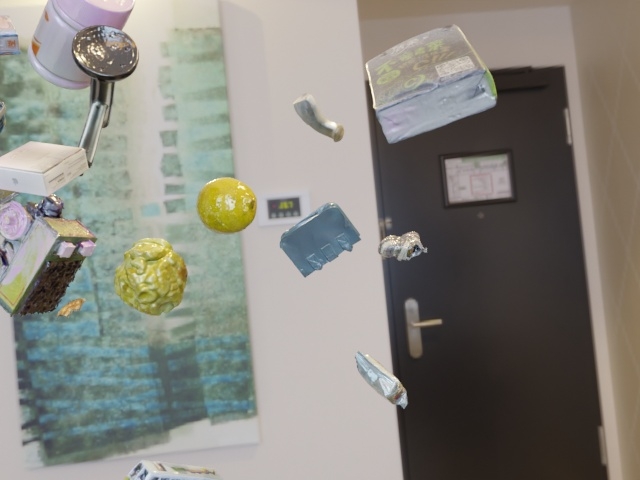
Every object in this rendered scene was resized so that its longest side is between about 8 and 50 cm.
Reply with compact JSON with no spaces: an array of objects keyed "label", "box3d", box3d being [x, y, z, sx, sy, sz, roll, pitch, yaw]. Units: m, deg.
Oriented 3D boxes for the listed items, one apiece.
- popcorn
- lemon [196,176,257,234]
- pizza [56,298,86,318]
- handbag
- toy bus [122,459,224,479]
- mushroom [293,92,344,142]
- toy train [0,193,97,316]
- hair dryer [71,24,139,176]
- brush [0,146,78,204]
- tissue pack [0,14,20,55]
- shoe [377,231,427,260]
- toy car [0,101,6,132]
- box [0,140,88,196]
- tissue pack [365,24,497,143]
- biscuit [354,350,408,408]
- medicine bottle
[{"label":"popcorn","box3d":[-0.477,0.099,1.801,0.181,0.235,0.217,6,34,28]},{"label":"lemon","box3d":[-0.275,-0.103,1.876,0.206,0.173,0.174,-1,1,42]},{"label":"pizza","box3d":[-0.627,0.172,1.586,0.083,0.037,0.016,-34,-36,-8]},{"label":"handbag","box3d":[0.000,0.000,2.050,0.229,0.179,0.062,-35,19,8]},{"label":"toy bus","box3d":[-0.460,0.775,1.976,0.330,0.135,0.109,28,1,-44]},{"label":"mushroom","box3d":[-0.004,-0.453,2.370,0.092,0.223,0.081,-42,14,17]},{"label":"toy train","box3d":[-0.605,0.033,1.318,0.177,0.260,0.134,39,12,18]},{"label":"hair dryer","box3d":[-0.554,-0.331,1.619,0.156,0.284,0.320,-2,-32,-23]},{"label":"brush","box3d":[-0.760,-0.175,1.627,0.313,0.067,0.072,-36,-13,-27]},{"label":"tissue pack","box3d":[-0.811,-0.486,1.507,0.155,0.115,0.065,-12,-43,-29]},{"label":"shoe","box3d":[0.301,0.034,2.310,0.180,0.089,0.092,-12,38,-23]},{"label":"toy car","box3d":[-0.771,-0.243,1.361,0.191,0.097,0.100,1,-44,4]},{"label":"box","box3d":[-0.548,-0.142,1.227,0.129,0.051,0.130,9,31,15]},{"label":"tissue pack","box3d":[0.276,-0.424,1.665,0.288,0.124,0.394,-20,32,12]},{"label":"biscuit","box3d":[0.198,0.456,2.060,0.079,0.186,0.309,-46,-25,-5]},{"label":"medicine bottle","box3d":[-0.670,-0.596,1.763,0.202,0.202,0.316,-3,-29,-45]}]
